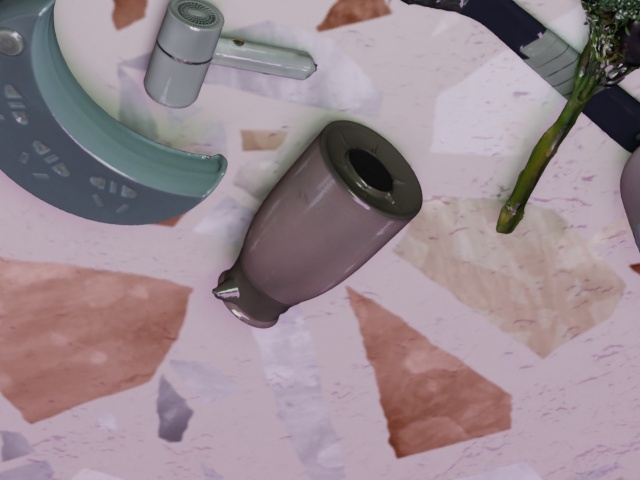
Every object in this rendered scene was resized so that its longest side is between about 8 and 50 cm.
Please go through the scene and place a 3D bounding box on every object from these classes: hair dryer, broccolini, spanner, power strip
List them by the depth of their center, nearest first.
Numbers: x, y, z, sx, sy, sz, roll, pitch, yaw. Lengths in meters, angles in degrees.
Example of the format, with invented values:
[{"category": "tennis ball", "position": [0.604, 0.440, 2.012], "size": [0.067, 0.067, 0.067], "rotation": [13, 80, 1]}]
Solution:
[{"category": "power strip", "position": [-0.205, -0.106, 1.491], "size": [0.168, 0.054, 0.253], "rotation": [-24, 122, 35]}, {"category": "hair dryer", "position": [-0.068, -0.144, 1.512], "size": [0.137, 0.047, 0.082], "rotation": [7, 129, -19]}, {"category": "spanner", "position": [0.173, -0.157, 1.533], "size": [0.087, 0.024, 0.316], "rotation": [-38, 123, 25]}, {"category": "broccolini", "position": [0.207, -0.107, 1.552], "size": [0.057, 0.071, 0.254], "rotation": [-26, 155, -41]}]

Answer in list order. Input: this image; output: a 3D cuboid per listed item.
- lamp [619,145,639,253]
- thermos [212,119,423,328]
[{"category": "lamp", "position": [0.402, -0.051, 1.497], "size": [0.247, 0.247, 0.301], "rotation": [25, 128, -28]}, {"category": "thermos", "position": [0.000, 0.000, 1.602], "size": [0.137, 0.105, 0.193], "rotation": [1, 141, -47]}]
